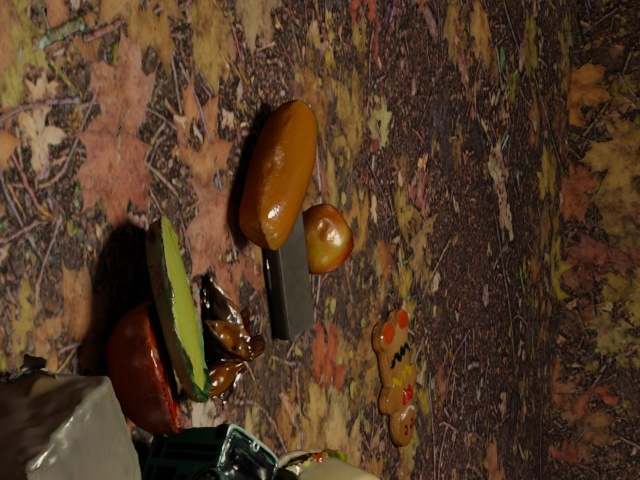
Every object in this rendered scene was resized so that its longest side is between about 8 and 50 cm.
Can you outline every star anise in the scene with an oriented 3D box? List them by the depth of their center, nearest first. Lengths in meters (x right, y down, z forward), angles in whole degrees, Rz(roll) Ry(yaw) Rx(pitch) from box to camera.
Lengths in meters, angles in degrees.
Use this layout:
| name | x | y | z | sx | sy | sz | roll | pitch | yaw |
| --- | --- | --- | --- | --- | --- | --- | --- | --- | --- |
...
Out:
| name | x | y | z | sx | sy | sz | roll | pitch | yaw |
| --- | --- | --- | --- | --- | --- | --- | --- | --- | --- |
| star anise | -0.125 | 0.126 | 1.848 | 0.212 | 0.053 | 0.157 | -56 | 140 | -52 |

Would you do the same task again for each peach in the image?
| name | x | y | z | sx | sy | sz | roll | pitch | yaw |
| --- | --- | --- | --- | --- | --- | --- | --- | --- | --- |
| peach | -0.002 | 0.000 | 2.109 | 0.100 | 0.100 | 0.101 | -1 | 90 | -68 |

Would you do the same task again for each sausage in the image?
| name | x | y | z | sx | sy | sz | roll | pitch | yaw |
| --- | --- | --- | --- | --- | --- | --- | --- | --- | --- |
| sausage | -0.057 | -0.097 | 1.976 | 0.098 | 0.098 | 0.238 | 62 | 36 | -48 |

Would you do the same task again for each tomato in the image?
| name | x | y | z | sx | sy | sz | roll | pitch | yaw |
| --- | --- | --- | --- | --- | --- | --- | --- | --- | --- |
| tomato | -0.206 | 0.146 | 1.612 | 0.155 | 0.069 | 0.156 | -12 | 90 | -89 |

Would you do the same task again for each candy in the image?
| name | x | y | z | sx | sy | sz | roll | pitch | yaw |
| --- | --- | --- | --- | --- | --- | --- | --- | --- | --- |
| candy | -0.267 | 0.234 | 1.387 | 0.185 | 0.137 | 0.195 | -54 | 136 | -56 |

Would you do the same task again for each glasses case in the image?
| name | x | y | z | sx | sy | sz | roll | pitch | yaw |
| --- | --- | --- | --- | --- | --- | --- | --- | --- | --- |
| glasses case | -0.050 | 0.044 | 2.050 | 0.072 | 0.042 | 0.191 | -29 | 116 | -58 |

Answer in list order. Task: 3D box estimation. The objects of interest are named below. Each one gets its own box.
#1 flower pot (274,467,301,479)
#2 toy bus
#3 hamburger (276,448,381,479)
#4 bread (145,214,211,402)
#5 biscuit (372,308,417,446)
| name | x | y | z | sx | sy | sz | roll | pitch | yaw |
| --- | --- | --- | --- | --- | --- | --- | --- | --- | --- |
| flower pot | -0.007 | 0.408 | 1.730 | 0.202 | 0.212 | 0.212 | 28 | 58 | -28 |
| toy bus | -0.153 | 0.347 | 1.643 | 0.128 | 0.147 | 0.256 | 47 | 50 | -46 |
| hamburger | -0.014 | 0.435 | 1.959 | 0.302 | 0.170 | 0.302 | -16 | 109 | -61 |
| bread | -0.170 | 0.083 | 1.669 | 0.228 | 0.033 | 0.228 | -14 | 90 | -89 |
| biscuit | 0.142 | 0.250 | 2.523 | 0.165 | 0.036 | 0.250 | -37 | 123 | -62 |
